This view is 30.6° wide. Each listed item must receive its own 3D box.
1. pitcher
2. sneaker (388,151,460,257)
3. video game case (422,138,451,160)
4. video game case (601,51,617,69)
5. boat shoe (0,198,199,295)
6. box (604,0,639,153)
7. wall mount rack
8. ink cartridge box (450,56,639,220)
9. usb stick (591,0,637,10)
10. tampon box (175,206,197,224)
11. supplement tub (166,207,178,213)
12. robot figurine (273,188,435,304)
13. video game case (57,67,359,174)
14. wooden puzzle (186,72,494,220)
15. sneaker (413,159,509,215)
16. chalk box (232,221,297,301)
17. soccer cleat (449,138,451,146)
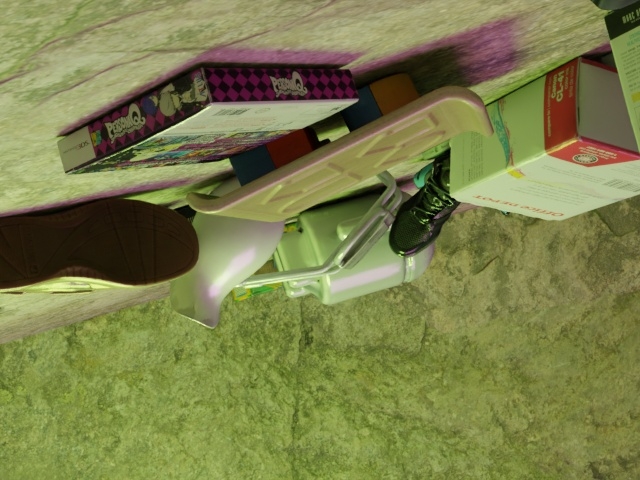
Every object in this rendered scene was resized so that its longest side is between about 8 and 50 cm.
[{"bbox_3d":[-0.148,0.001,1.724,0.126,0.207,0.178,26,-166,-30],"label":"pitcher"},{"bbox_3d":[0.191,-0.071,1.971,0.227,0.087,0.130,-46,165,3],"label":"sneaker"},{"bbox_3d":[0.274,-0.177,2.001,0.157,0.019,0.143,-15,175,-30],"label":"video game case"},{"bbox_3d":[0.551,-0.287,1.637,0.285,0.025,0.204,-12,173,-45],"label":"video game case"},{"bbox_3d":[-0.331,0.012,1.579,0.341,0.121,0.110,-1,172,-33],"label":"boat shoe"},{"bbox_3d":[0.399,-0.154,1.297,0.060,0.244,0.100,-6,170,-35],"label":"box"},{"bbox_3d":[0.000,0.000,1.878,0.304,0.130,0.350,-48,173,2],"label":"wall mount rack"},{"bbox_3d":[0.362,-0.137,1.710,0.226,0.131,0.306,11,164,-27],"label":"ink cartridge box"},{"bbox_3d":[0.271,-0.249,0.978,0.077,0.045,0.278,-16,175,6],"label":"usb stick"},{"bbox_3d":[-0.190,-0.003,1.893,0.161,0.101,0.120,-17,176,5],"label":"tampon box"},{"bbox_3d":[-0.266,-0.008,1.773,0.107,0.071,0.071,-13,174,-41],"label":"supplement tub"},{"bbox_3d":[0.084,0.010,2.408,0.354,0.199,0.300,-15,167,-12],"label":"robot figurine"},{"bbox_3d":[-0.109,-0.120,1.177,0.210,0.041,0.232,-20,174,38],"label":"video game case"},{"bbox_3d":[0.031,-0.114,1.425,0.348,0.080,0.322,-21,175,10],"label":"wooden puzzle"},{"bbox_3d":[0.330,-0.115,2.175,0.341,0.139,0.125,-12,177,-29],"label":"sneaker"},{"bbox_3d":[-0.093,0.042,2.578,0.213,0.132,0.132,-15,175,-22],"label":"chalk box"},{"bbox_3d":[0.232,-0.171,1.871,0.036,0.029,0.083,0,162,-43],"label":"soccer cleat"}]
